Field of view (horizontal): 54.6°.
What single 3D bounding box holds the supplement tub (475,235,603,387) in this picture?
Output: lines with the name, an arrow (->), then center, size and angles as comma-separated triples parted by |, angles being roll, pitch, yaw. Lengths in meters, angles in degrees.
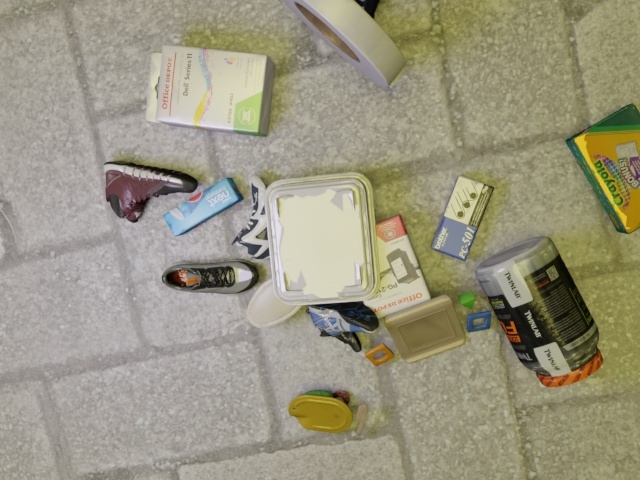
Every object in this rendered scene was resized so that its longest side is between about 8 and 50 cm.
supplement tub -> 0.550, 0.177, 1.544 | 0.207, 0.207, 0.338 | -27, 90, 9

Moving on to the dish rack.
dish rack -> 0.000, 0.000, 1.573 | 0.286, 0.072, 0.332 | -5, 93, 8

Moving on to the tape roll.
tape roll -> 0.039, -0.513, 1.462 | 0.392, 0.392, 0.072 | 41, 98, 2

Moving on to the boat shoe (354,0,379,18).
boat shoe -> 0.090, -0.618, 1.480 | 0.127, 0.340, 0.158 | 26, 108, 16

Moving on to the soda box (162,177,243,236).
soda box -> -0.322, -0.092, 1.706 | 0.210, 0.067, 0.071 | -29, 91, 8

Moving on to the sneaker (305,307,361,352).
sneaker -> 0.037, 0.245, 1.698 | 0.089, 0.051, 0.170 | -30, 86, 9

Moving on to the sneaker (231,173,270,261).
sneaker -> -0.185, -0.049, 1.677 | 0.153, 0.094, 0.235 | -22, 102, 0

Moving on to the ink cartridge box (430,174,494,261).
ink cartridge box -> 0.371, -0.059, 1.628 | 0.097, 0.046, 0.207 | 20, 97, 6

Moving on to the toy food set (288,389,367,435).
toy food set -> 0.024, 0.462, 1.714 | 0.218, 0.071, 0.128 | 5, 119, 9

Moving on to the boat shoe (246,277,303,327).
boat shoe -> -0.066, 0.110, 1.674 | 0.116, 0.097, 0.324 | 45, 99, 2

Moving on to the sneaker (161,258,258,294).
sneaker -> -0.304, 0.107, 1.701 | 0.272, 0.108, 0.100 | -2, 93, 6

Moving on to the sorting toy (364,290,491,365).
sorting toy -> 0.275, 0.229, 1.638 | 0.348, 0.047, 0.196 | -22, 129, 8

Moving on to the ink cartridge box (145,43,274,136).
ink cartridge box -> -0.313, -0.400, 1.651 | 0.353, 0.119, 0.207 | 7, 96, 7

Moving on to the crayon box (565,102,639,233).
crayon box -> 0.763, -0.177, 1.549 | 0.165, 0.081, 0.278 | -31, 91, 9

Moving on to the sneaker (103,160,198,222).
sneaker -> -0.473, -0.121, 1.715 | 0.281, 0.106, 0.162 | 13, 102, 17

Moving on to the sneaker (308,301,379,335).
sneaker -> 0.063, 0.207, 1.613 | 0.211, 0.080, 0.081 | 14, 119, 37

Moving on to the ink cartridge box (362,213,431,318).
ink cartridge box -> 0.173, 0.071, 1.638 | 0.172, 0.100, 0.237 | -21, 92, 9
